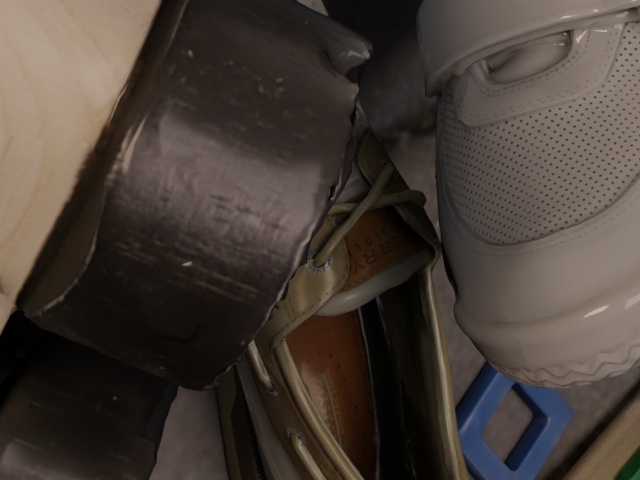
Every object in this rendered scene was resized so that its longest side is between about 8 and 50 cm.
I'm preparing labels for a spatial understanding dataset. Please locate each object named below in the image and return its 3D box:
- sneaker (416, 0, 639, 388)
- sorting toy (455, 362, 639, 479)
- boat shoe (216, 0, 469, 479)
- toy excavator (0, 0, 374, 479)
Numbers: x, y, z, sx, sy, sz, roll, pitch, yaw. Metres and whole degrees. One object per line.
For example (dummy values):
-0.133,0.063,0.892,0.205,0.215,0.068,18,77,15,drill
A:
0.068,-0.129,0.712,0.210,0.137,0.366,48,36,-36,sneaker
0.182,0.186,0.980,0.196,0.047,0.348,-41,120,-27,sorting toy
0.000,0.000,0.769,0.113,0.103,0.302,-30,114,-32,boat shoe
-0.081,-0.165,0.587,0.222,0.433,0.445,23,42,-11,toy excavator
